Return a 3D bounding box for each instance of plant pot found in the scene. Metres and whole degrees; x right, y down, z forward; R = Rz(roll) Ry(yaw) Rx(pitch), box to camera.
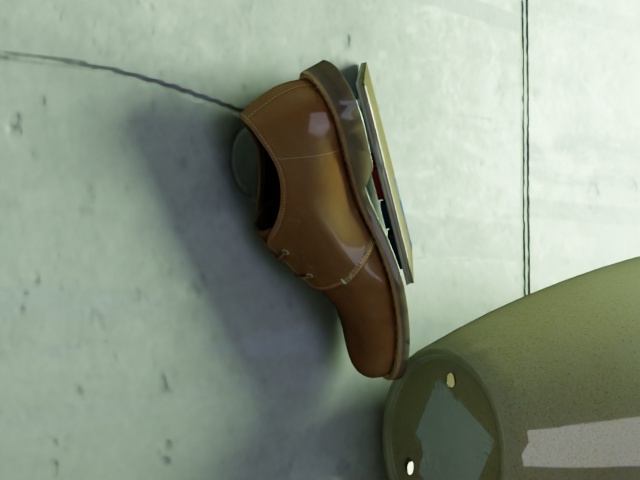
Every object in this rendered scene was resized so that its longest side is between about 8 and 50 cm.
[{"bbox_3d":[0.188,0.125,1.098,0.274,0.256,0.256,0,90,-34],"label":"plant pot"}]

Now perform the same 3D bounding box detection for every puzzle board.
[{"bbox_3d":[0.039,-0.044,1.037,0.096,0.011,0.128,-80,157,-76],"label":"puzzle board"}]

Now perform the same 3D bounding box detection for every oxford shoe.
[{"bbox_3d":[0.000,0.000,1.000,0.076,0.076,0.212,-25,115,-16],"label":"oxford shoe"}]
